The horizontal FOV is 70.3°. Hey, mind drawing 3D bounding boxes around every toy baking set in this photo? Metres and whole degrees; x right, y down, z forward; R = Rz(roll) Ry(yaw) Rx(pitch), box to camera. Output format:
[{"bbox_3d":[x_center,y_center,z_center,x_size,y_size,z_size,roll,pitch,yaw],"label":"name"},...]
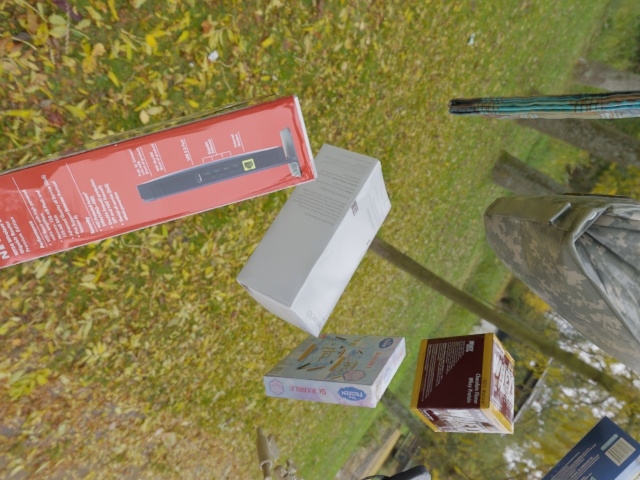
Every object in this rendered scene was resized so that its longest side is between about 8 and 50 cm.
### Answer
[{"bbox_3d":[-0.074,0.534,1.022,0.030,0.196,0.256,-40,-163,-1],"label":"toy baking set"}]

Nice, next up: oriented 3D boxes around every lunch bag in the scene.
[{"bbox_3d":[0.358,0.034,0.557,0.169,0.287,0.235,-52,-174,6],"label":"lunch bag"}]

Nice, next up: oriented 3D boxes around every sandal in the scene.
[{"bbox_3d":[0.151,0.626,1.147,0.255,0.054,0.097,-14,125,-12],"label":"sandal"}]

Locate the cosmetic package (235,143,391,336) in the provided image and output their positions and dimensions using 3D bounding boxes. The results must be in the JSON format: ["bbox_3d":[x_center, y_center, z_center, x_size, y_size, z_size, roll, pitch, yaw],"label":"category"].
[{"bbox_3d":[0.000,0.000,1.044,0.384,0.156,0.217,-61,153,-16],"label":"cosmetic package"}]

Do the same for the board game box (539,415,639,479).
[{"bbox_3d":[0.197,0.245,0.373,0.201,0.035,0.136,-48,124,5],"label":"board game box"}]

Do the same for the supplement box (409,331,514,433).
[{"bbox_3d":[0.345,0.345,1.097,0.129,0.194,0.191,47,44,-29],"label":"supplement box"}]

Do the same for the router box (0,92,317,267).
[{"bbox_3d":[-0.178,-0.101,0.554,0.301,0.335,0.082,-16,110,-4],"label":"router box"}]

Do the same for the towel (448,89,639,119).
[{"bbox_3d":[0.448,-0.225,0.785,0.272,0.370,0.040,-12,108,-48],"label":"towel"}]

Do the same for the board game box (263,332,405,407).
[{"bbox_3d":[0.053,0.361,1.321,0.319,0.318,0.065,-26,110,-62],"label":"board game box"}]
